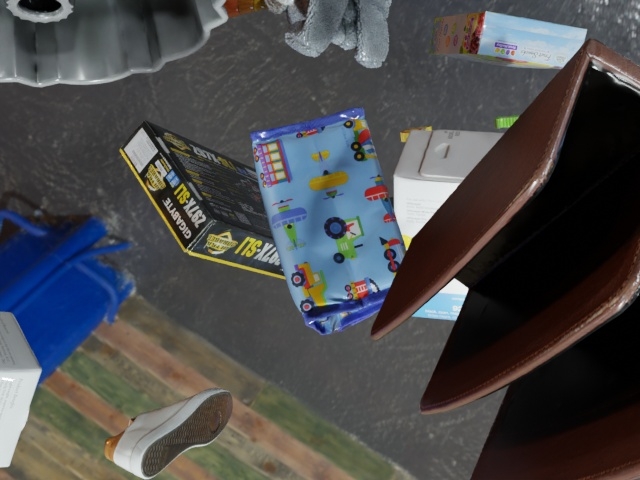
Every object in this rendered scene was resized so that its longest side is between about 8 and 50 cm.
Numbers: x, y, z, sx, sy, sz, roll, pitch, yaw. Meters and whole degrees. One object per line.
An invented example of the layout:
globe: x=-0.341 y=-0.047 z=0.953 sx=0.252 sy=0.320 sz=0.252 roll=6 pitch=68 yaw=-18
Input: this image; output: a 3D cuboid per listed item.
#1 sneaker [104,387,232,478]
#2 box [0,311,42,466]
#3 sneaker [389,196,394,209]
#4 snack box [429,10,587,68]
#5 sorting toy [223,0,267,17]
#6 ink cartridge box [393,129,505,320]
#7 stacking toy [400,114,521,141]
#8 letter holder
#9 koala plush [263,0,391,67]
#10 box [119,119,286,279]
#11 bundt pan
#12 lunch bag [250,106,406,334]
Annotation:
sneaker: x=-0.282 y=0.339 z=1.382 sx=0.123 sy=0.290 sz=0.105 roll=8 pitch=102 yaw=28
box: x=-0.536 y=0.226 z=1.140 sx=0.182 sy=0.119 sz=0.181 roll=38 pitch=110 yaw=45
sneaker: x=0.203 y=-0.034 z=1.656 sx=0.275 sy=0.107 sz=0.110 roll=-10 pitch=138 yaw=32
snack box: x=0.296 y=-0.322 z=1.194 sx=0.175 sy=0.207 sz=0.070 roll=5 pitch=104 yaw=-13
sorting toy: x=-0.149 y=-0.574 z=1.407 sx=0.126 sy=0.127 sz=0.365 roll=14 pitch=143 yaw=9
ink cartridge box: x=0.200 y=-0.025 z=1.085 sx=0.168 sy=0.171 sz=0.232 roll=4 pitch=122 yaw=13
stacking toy: x=0.259 y=-0.124 z=1.291 sx=0.221 sy=0.052 sz=0.167 roll=-4 pitch=108 yaw=22
letter holder: x=0.144 y=0.054 z=0.526 sx=0.152 sy=0.214 sz=0.302 roll=30 pitch=151 yaw=-1
koala plush: x=0.009 y=-0.442 z=1.402 sx=0.221 sy=0.196 sz=0.203 roll=24 pitch=108 yaw=59
box: x=-0.158 y=-0.058 z=1.277 sx=0.079 sy=0.322 sz=0.257 roll=-49 pitch=58 yaw=14
bundt pan: x=-0.249 y=-0.257 z=0.640 sx=0.331 sy=0.331 sz=0.124 roll=-15 pitch=77 yaw=34
lunch bag: x=0.000 y=0.000 z=0.932 sx=0.293 sy=0.138 sz=0.221 roll=116 pitch=139 yaw=-76
